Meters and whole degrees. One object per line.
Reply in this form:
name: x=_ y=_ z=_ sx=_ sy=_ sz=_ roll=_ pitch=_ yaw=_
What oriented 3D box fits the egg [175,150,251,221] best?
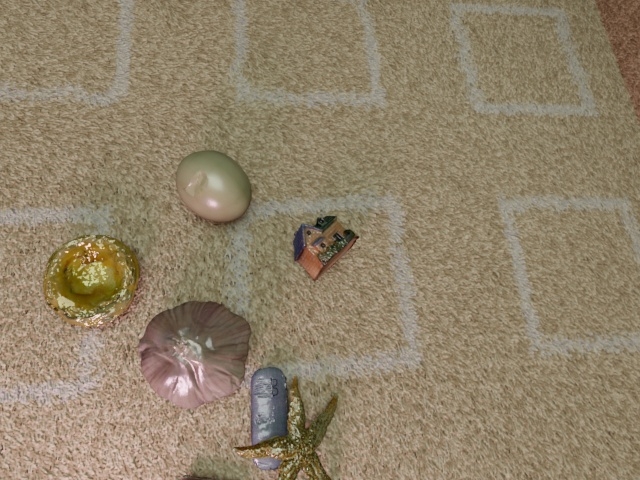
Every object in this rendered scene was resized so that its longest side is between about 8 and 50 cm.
egg: x=-0.349 y=-0.179 z=1.335 sx=0.269 sy=0.219 sz=0.219 roll=33 pitch=71 yaw=5

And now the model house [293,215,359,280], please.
model house: x=0.000 y=0.000 z=1.361 sx=0.183 sy=0.166 sz=0.172 roll=-38 pitch=77 yaw=-29

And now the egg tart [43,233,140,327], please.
egg tart: x=-0.685 y=0.122 z=1.241 sx=0.288 sy=0.118 sz=0.288 roll=3 pitch=70 yaw=-9

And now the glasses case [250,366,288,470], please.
glasses case: x=-0.152 y=0.523 z=1.210 sx=0.109 sy=0.067 sz=0.283 roll=1 pitch=70 yaw=-15

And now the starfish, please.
starfish: x=-0.075 y=0.573 z=1.157 sx=0.347 sy=0.078 sz=0.358 roll=-2 pitch=76 yaw=-26

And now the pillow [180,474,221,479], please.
pillow: x=-0.316 y=0.748 z=1.109 sx=0.171 sy=0.075 sz=0.179 roll=10 pitch=73 yaw=-3

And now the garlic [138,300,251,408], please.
garlic: x=-0.358 y=0.317 z=1.150 sx=0.317 sy=0.259 sz=0.318 roll=4 pitch=68 yaw=-10
